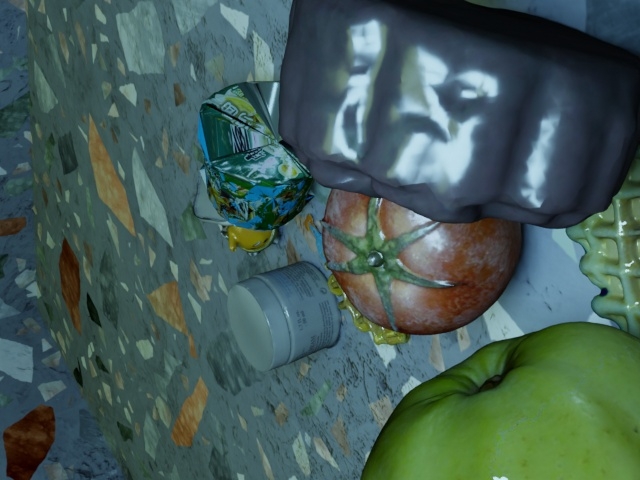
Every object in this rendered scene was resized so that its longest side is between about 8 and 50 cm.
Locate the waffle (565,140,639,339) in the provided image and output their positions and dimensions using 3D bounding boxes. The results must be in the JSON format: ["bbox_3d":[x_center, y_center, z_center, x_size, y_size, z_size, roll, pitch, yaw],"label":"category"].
[{"bbox_3d":[0.395,0.004,0.993,0.291,0.056,0.309,53,144,32],"label":"waffle"}]

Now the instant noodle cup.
[{"bbox_3d":[-0.103,-0.136,1.615,0.240,0.240,0.178,59,155,24],"label":"instant noodle cup"}]

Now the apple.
[{"bbox_3d":[0.253,0.324,1.005,0.474,0.474,0.473,34,133,48],"label":"apple"}]

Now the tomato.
[{"bbox_3d":[0.137,-0.011,1.240,0.265,0.265,0.264,34,133,48],"label":"tomato"}]

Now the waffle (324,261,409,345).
[{"bbox_3d":[0.085,0.042,1.540,0.249,0.056,0.253,50,142,34],"label":"waffle"}]

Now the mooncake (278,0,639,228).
[{"bbox_3d":[0.147,-0.141,0.970,0.350,0.381,0.212,-125,44,-68],"label":"mooncake"}]

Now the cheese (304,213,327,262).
[{"bbox_3d":[-0.001,0.000,1.701,0.111,0.017,0.047,57,144,26],"label":"cheese"}]

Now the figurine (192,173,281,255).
[{"bbox_3d":[-0.146,-0.069,1.855,0.141,0.167,0.250,49,-165,-34],"label":"figurine"}]

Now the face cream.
[{"bbox_3d":[-0.068,0.140,1.752,0.177,0.153,0.177,38,137,47],"label":"face cream"}]
